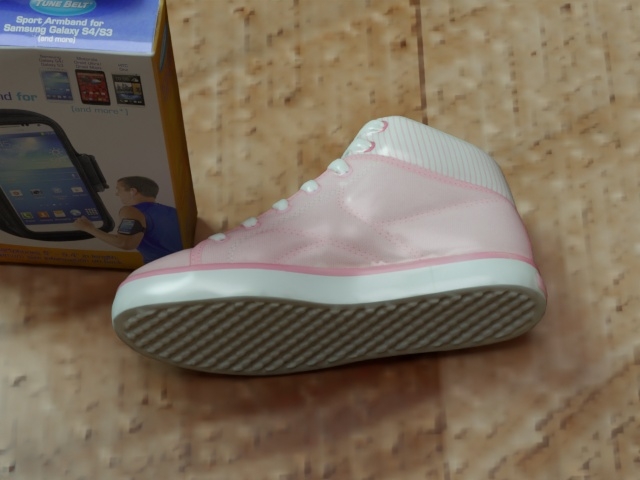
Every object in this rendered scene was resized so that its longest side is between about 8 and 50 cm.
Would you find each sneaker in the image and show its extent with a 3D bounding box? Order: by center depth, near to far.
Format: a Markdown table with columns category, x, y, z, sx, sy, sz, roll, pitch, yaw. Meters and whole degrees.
| category | x | y | z | sx | sy | sz | roll | pitch | yaw |
| --- | --- | --- | --- | --- | --- | --- | --- | --- | --- |
| sneaker | 0.000 | 0.000 | 0.627 | 0.134 | 0.051 | 0.070 | -5 | 58 | -5 |

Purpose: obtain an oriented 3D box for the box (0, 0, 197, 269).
| category | x | y | z | sx | sy | sz | roll | pitch | yaw |
| --- | --- | --- | --- | --- | --- | --- | --- | --- | --- |
| box | -0.083 | -0.036 | 0.599 | 0.081 | 0.136 | 0.028 | 3 | 60 | 4 |
